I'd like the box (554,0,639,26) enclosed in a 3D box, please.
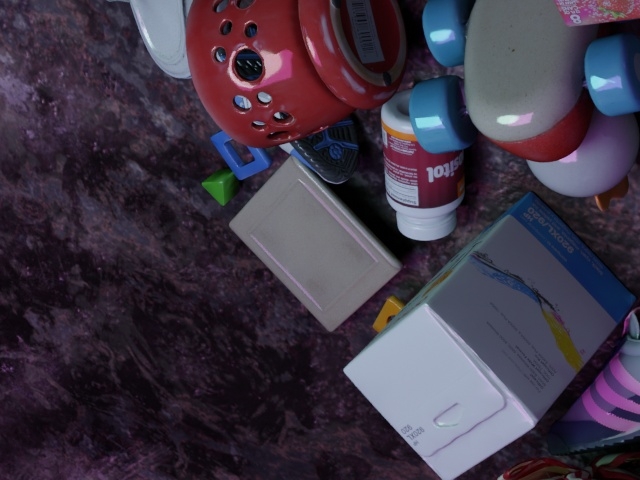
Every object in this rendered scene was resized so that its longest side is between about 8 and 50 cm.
[{"bbox_3d":[0.315,-0.277,1.490,0.257,0.128,0.122,-4,138,32],"label":"box"}]

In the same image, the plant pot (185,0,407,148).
[{"bbox_3d":[-0.015,-0.203,1.823,0.174,0.191,0.191,-12,112,34],"label":"plant pot"}]

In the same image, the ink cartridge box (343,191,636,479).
[{"bbox_3d":[0.178,0.101,1.854,0.168,0.233,0.171,47,138,0],"label":"ink cartridge box"}]

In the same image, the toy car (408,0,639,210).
[{"bbox_3d":[0.240,-0.133,1.701,0.219,0.210,0.238,-12,142,29],"label":"toy car"}]

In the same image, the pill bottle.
[{"bbox_3d":[0.111,-0.080,1.882,0.086,0.086,0.152,17,131,29],"label":"pill bottle"}]

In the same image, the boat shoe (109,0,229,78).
[{"bbox_3d":[-0.196,-0.319,1.898,0.136,0.156,0.367,19,131,28],"label":"boat shoe"}]

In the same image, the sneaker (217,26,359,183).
[{"bbox_3d":[-0.038,-0.147,1.973,0.211,0.080,0.081,49,154,4],"label":"sneaker"}]

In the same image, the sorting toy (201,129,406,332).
[{"bbox_3d":[0.000,0.000,2.066,0.347,0.047,0.196,47,143,1],"label":"sorting toy"}]

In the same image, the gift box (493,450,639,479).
[{"bbox_3d":[0.314,0.356,1.881,0.276,0.255,0.258,-15,76,50],"label":"gift box"}]

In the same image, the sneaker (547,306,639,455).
[{"bbox_3d":[0.342,0.143,1.873,0.319,0.112,0.131,-34,67,53],"label":"sneaker"}]
